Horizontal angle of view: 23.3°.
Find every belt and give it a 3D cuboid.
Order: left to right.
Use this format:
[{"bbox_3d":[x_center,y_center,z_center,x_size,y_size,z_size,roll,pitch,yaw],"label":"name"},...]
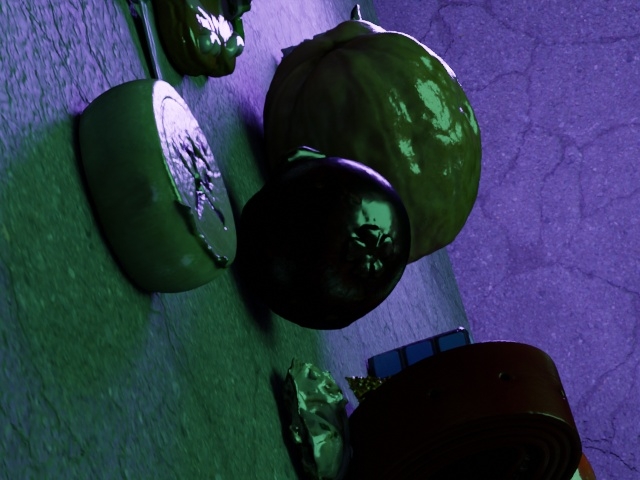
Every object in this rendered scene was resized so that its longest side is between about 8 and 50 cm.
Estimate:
[{"bbox_3d":[0.139,0.247,1.751,0.227,0.324,0.115,30,32,-33],"label":"belt"}]

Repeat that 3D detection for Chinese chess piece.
[{"bbox_3d":[-0.138,-0.048,1.347,0.188,0.083,0.188,-20,90,-78],"label":"Chinese chess piece"}]

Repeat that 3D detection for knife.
[{"bbox_3d":[-0.182,-0.233,1.640,0.058,0.032,0.244,30,46,-89],"label":"knife"}]

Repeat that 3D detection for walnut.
[{"bbox_3d":[0.077,-0.120,2.124,0.306,0.306,0.344,-88,164,-65],"label":"walnut"}]

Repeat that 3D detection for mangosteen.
[{"bbox_3d":[0.000,0.000,1.746,0.210,0.210,0.210,-19,90,-81],"label":"mangosteen"}]

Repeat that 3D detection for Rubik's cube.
[{"bbox_3d":[0.178,0.250,2.322,0.163,0.162,0.160,57,17,-51],"label":"Rubik's cube"}]

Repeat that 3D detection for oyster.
[{"bbox_3d":[-0.007,0.203,1.693,0.108,0.053,0.165,47,26,-48],"label":"oyster"}]

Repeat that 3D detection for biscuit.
[{"bbox_3d":[-0.188,-0.396,1.798,0.283,0.064,0.432,-45,116,-80],"label":"biscuit"}]

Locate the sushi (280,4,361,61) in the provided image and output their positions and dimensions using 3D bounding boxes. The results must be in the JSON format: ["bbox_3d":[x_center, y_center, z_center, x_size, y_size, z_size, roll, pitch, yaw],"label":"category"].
[{"bbox_3d":[0.027,-0.233,2.474,0.184,0.139,0.274,56,21,-54],"label":"sushi"}]

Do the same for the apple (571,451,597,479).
[{"bbox_3d":[0.322,0.416,2.536,0.260,0.260,0.216,55,14,-59],"label":"apple"}]

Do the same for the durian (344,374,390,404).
[{"bbox_3d":[0.106,0.257,2.090,0.132,0.165,0.182,39,-47,39],"label":"durian"}]

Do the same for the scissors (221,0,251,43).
[{"bbox_3d":[-0.106,-0.302,1.930,0.101,0.027,0.204,66,-18,5],"label":"scissors"}]
